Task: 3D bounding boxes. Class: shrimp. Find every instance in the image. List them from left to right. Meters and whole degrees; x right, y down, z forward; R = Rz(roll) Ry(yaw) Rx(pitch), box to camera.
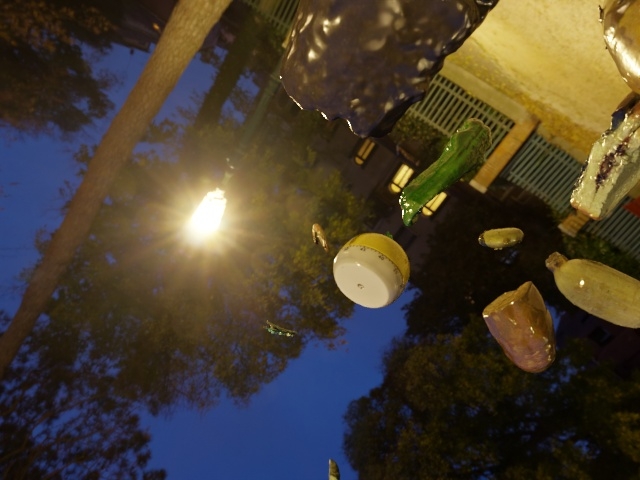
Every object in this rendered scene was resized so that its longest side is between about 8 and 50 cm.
[{"bbox_3d":[0.000,0.000,1.356,0.023,0.083,0.114,-16,-117,-22],"label":"shrimp"}]

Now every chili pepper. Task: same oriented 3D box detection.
[{"bbox_3d":[0.223,-0.130,0.712,0.074,0.257,0.100,48,164,2],"label":"chili pepper"}]

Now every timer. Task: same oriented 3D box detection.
[{"bbox_3d":[0.204,0.076,1.453,0.285,0.285,0.285,28,-157,-13],"label":"timer"}]

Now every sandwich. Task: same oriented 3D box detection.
[{"bbox_3d":[0.686,-0.194,0.927,0.254,0.288,0.099,11,-148,-47],"label":"sandwich"}]

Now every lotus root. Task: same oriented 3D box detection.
[{"bbox_3d":[0.485,0.085,0.715,0.183,0.090,0.077,34,-138,24],"label":"lotus root"}]

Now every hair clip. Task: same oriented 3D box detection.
[{"bbox_3d":[-0.182,0.405,1.838,0.173,0.049,0.049,24,-156,-28],"label":"hair clip"}]

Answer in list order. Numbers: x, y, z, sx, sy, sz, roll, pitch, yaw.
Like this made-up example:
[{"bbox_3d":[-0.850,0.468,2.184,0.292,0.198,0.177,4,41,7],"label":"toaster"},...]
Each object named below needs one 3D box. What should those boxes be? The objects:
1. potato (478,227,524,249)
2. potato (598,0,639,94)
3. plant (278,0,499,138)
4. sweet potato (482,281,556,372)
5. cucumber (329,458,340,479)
[{"bbox_3d":[0.732,-0.009,1.634,0.188,0.085,0.105,-10,-166,-18],"label":"potato"},{"bbox_3d":[0.537,-0.333,0.642,0.296,0.141,0.191,-80,-31,-41],"label":"potato"},{"bbox_3d":[0.070,-0.273,0.465,0.199,0.276,0.188,18,-144,-19],"label":"plant"},{"bbox_3d":[0.561,0.259,1.112,0.369,0.158,0.158,54,-166,-25],"label":"sweet potato"},{"bbox_3d":[0.043,0.712,1.247,0.035,0.067,0.107,-1,-175,2],"label":"cucumber"}]
